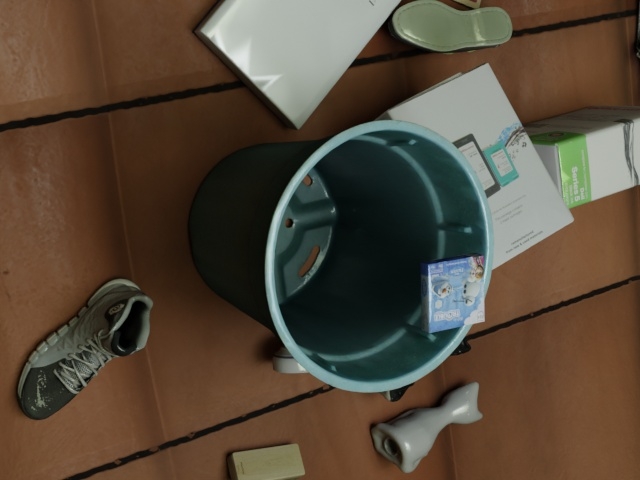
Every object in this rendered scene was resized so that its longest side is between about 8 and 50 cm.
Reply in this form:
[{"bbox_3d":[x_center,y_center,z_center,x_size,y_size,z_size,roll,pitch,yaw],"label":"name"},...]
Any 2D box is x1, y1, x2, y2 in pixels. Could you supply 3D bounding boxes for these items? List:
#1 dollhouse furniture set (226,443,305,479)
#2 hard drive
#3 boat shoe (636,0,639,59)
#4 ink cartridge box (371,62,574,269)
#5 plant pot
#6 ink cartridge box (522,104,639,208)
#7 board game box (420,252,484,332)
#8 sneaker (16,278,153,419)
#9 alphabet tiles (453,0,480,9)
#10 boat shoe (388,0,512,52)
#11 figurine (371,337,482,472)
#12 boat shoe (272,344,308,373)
[{"bbox_3d":[-0.104,0.414,1.590,0.144,0.123,0.151,-2,64,-31],"label":"dollhouse furniture set"},{"bbox_3d":[-0.012,-0.352,1.513,0.210,0.040,0.318,44,77,-28],"label":"hard drive"},{"bbox_3d":[0.608,-0.349,1.875,0.070,0.078,0.219,-3,91,-31],"label":"boat shoe"},{"bbox_3d":[0.196,-0.087,1.545,0.197,0.198,0.270,-28,89,-25],"label":"ink cartridge box"},{"bbox_3d":[0.000,0.000,1.409,0.341,0.334,0.341,-5,100,-30],"label":"plant pot"},{"bbox_3d":[0.434,-0.145,1.725,0.273,0.198,0.114,-17,106,-27],"label":"ink cartridge box"},{"bbox_3d":[0.169,0.066,1.313,0.090,0.020,0.090,-9,103,-30],"label":"board game box"},{"bbox_3d":[-0.307,0.150,1.365,0.086,0.132,0.228,44,75,-28],"label":"sneaker"},{"bbox_3d":[0.198,-0.539,1.633,0.343,0.011,0.285,13,90,-32],"label":"alphabet tiles"},{"bbox_3d":[0.197,-0.332,1.630,0.228,0.069,0.081,-4,88,-30],"label":"boat shoe"},{"bbox_3d":[0.180,0.246,1.704,0.210,0.092,0.214,-23,110,-30],"label":"figurine"},{"bbox_3d":[0.038,0.136,1.594,0.268,0.096,0.088,-14,100,-30],"label":"boat shoe"}]
